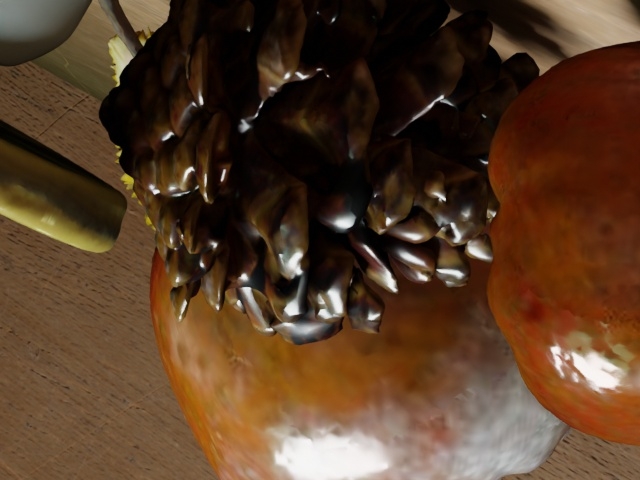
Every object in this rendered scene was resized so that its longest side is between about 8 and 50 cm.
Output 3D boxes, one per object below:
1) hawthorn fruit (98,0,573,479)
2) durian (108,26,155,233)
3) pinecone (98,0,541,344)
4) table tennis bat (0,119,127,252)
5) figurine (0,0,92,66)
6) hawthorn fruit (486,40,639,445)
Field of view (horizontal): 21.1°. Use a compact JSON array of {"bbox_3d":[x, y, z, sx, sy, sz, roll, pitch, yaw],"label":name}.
[{"bbox_3d":[0.032,0.025,0.829,0.235,0.231,0.263,95,157,-44],"label":"hawthorn fruit"},{"bbox_3d":[-0.034,-0.023,1.089,0.138,0.183,0.250,29,-138,-57],"label":"durian"},{"bbox_3d":[0.004,-0.038,0.643,0.173,0.173,0.173,30,178,1],"label":"pinecone"},{"bbox_3d":[-0.184,-0.066,0.659,0.198,0.050,0.321,29,-179,-30],"label":"table tennis bat"},{"bbox_3d":[-0.138,-0.134,0.597,0.176,0.133,0.236,22,-176,-21],"label":"figurine"},{"bbox_3d":[0.112,-0.006,0.512,0.125,0.140,0.125,36,-147,-28],"label":"hawthorn fruit"}]
